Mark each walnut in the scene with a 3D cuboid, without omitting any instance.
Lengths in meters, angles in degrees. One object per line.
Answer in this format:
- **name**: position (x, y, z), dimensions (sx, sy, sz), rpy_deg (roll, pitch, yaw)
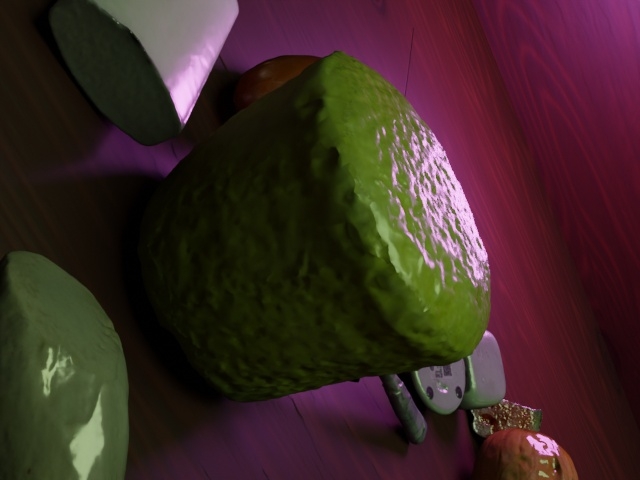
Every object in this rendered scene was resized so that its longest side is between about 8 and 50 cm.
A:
- **walnut**: position (0.356, 0.434, 1.617), dimensions (0.195, 0.195, 0.222), rpy_deg (48, 40, -43)

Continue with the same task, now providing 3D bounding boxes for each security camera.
- **security camera**: position (0.220, 0.221, 1.603), dimensions (0.301, 0.080, 0.157), rpy_deg (9, 68, -52)

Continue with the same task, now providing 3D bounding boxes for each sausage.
- **sausage**: position (-0.031, -0.190, 1.270), dimensions (0.258, 0.133, 0.133), rpy_deg (-26, 99, -64)

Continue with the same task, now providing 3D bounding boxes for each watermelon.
- **watermelon**: position (0.345, 0.345, 1.746), dimensions (0.158, 0.121, 0.098), rpy_deg (46, 54, -40)

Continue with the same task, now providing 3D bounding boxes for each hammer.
- **hammer**: position (0.100, 0.185, 1.299), dimensions (0.427, 0.044, 0.152), rpy_deg (59, 44, -54)

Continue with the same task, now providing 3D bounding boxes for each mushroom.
- **mushroom**: position (-0.210, 0.169, 0.685), dimensions (0.128, 0.128, 0.350), rpy_deg (36, 48, -53)

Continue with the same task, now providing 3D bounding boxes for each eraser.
- **eraser**: position (-0.183, -0.250, 1.026), dimensions (0.174, 0.094, 0.270), rpy_deg (57, 30, -32)

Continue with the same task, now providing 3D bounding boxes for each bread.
- **bread**: position (0.000, 0.000, 0.998), dimensions (0.348, 0.307, 0.348), rpy_deg (44, 33, -39)
